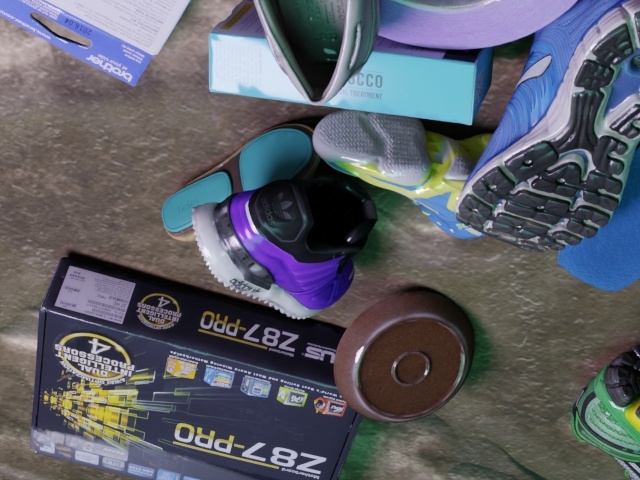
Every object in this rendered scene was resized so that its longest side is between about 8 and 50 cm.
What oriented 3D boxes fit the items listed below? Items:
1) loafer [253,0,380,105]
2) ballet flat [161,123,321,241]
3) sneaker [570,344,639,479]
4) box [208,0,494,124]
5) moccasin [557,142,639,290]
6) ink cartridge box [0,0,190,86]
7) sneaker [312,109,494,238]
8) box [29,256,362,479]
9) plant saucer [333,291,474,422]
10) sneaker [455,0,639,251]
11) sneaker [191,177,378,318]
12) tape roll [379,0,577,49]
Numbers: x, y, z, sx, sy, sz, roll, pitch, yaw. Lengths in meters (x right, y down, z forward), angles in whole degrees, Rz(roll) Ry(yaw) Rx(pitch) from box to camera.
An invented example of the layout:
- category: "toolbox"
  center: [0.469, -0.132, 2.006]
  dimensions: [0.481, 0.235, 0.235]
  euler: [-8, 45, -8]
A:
- category: "loafer"
  center: [-0.014, -0.244, 1.157]
  dimensions: [0.112, 0.111, 0.319]
  euler: [0, 138, 18]
- category: "ballet flat"
  center: [-0.069, -0.059, 1.569]
  dimensions: [0.232, 0.080, 0.073]
  euler: [-22, 155, 38]
- category: "sneaker"
  center: [0.442, 0.246, 1.717]
  dimensions: [0.343, 0.134, 0.146]
  euler: [35, 144, -8]
- category: "box"
  center: [0.029, -0.164, 1.362]
  dimensions: [0.244, 0.100, 0.060]
  euler: [9, 119, 14]
- category: "moccasin"
  center: [0.327, -0.082, 1.375]
  dimensions: [0.138, 0.117, 0.342]
  euler: [37, 140, -11]
- category: "ink cartridge box"
  center: [-0.183, -0.285, 1.340]
  dimensions: [0.186, 0.065, 0.311]
  euler: [26, 136, -13]
- category: "sneaker"
  center: [0.105, -0.053, 1.489]
  dimensions: [0.240, 0.091, 0.126]
  euler: [12, 141, 1]
- category: "box"
  center: [-0.152, 0.192, 1.848]
  dimensions: [0.395, 0.097, 0.318]
  euler: [15, 141, -2]
- category: "plant saucer"
  center: [0.099, 0.138, 1.689]
  dimensions: [0.168, 0.029, 0.168]
  euler: [-7, 116, -15]
- category: "sneaker"
  center: [0.229, -0.118, 1.331]
  dimensions: [0.130, 0.147, 0.330]
  euler: [23, 134, -14]
- category: "sneaker"
  center: [0.000, 0.001, 1.508]
  dimensions: [0.146, 0.102, 0.293]
  euler: [-25, 164, 18]
- category: "tape roll"
  center: [0.101, -0.288, 1.227]
  dimensions: [0.275, 0.090, 0.275]
  euler: [9, 139, 8]
